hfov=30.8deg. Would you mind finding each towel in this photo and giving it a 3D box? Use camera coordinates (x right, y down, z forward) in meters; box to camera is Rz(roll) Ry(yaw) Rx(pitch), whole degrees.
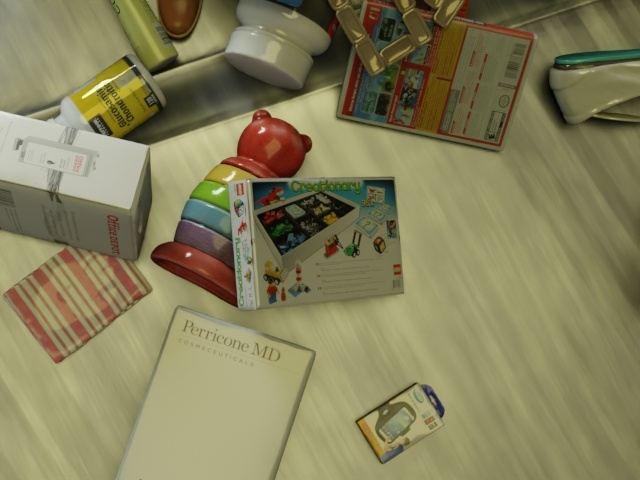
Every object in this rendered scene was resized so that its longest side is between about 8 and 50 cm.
[{"bbox_3d":[-0.384,0.081,1.840,0.197,0.029,0.144,-38,90,-8],"label":"towel"}]

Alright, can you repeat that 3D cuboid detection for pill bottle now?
[{"bbox_3d":[-0.343,-0.204,1.832,0.184,0.103,0.103,-37,89,-7],"label":"pill bottle"},{"bbox_3d":[-0.036,-0.395,1.849,0.161,0.161,0.283,22,83,-3],"label":"pill bottle"}]

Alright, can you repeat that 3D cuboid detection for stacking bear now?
[{"bbox_3d":[-0.121,-0.062,1.820,0.175,0.164,0.289,28,78,-2],"label":"stacking bear"}]

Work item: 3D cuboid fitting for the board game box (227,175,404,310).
[{"bbox_3d":[0.000,0.000,1.784,0.305,0.053,0.193,-3,88,-41],"label":"board game box"}]

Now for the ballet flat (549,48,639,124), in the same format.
[{"bbox_3d":[0.577,-0.269,1.924,0.400,0.139,0.139,-10,86,-2],"label":"ballet flat"}]

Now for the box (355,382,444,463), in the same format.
[{"bbox_3d":[0.134,0.290,1.870,0.136,0.028,0.081,-32,88,-5],"label":"box"}]

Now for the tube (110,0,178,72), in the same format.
[{"bbox_3d":[-0.312,-0.387,1.866,0.062,0.070,0.240,-31,94,-43],"label":"tube"}]

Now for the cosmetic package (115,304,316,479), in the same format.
[{"bbox_3d":[-0.186,0.348,1.768,0.230,0.161,0.453,18,83,-3],"label":"cosmetic package"}]

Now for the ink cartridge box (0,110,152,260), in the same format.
[{"bbox_3d":[-0.402,-0.082,1.753,0.283,0.207,0.117,13,67,-2],"label":"ink cartridge box"}]

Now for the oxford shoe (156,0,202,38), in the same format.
[{"bbox_3d":[-0.225,-0.435,1.880,0.076,0.076,0.212,6,86,-6],"label":"oxford shoe"}]

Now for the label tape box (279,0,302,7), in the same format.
[{"bbox_3d":[-0.102,-0.538,1.743,0.334,0.106,0.240,46,117,38],"label":"label tape box"}]

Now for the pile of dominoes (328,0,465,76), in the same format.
[{"bbox_3d":[0.097,-0.409,1.789,0.196,0.040,0.251,-31,106,-3],"label":"pile of dominoes"}]

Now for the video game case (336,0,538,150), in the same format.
[{"bbox_3d":[0.185,-0.265,1.871,0.285,0.025,0.204,11,120,-4],"label":"video game case"}]

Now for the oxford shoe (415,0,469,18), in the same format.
[{"bbox_3d":[0.167,-0.462,1.915,0.132,0.130,0.364,2,92,28],"label":"oxford shoe"}]
